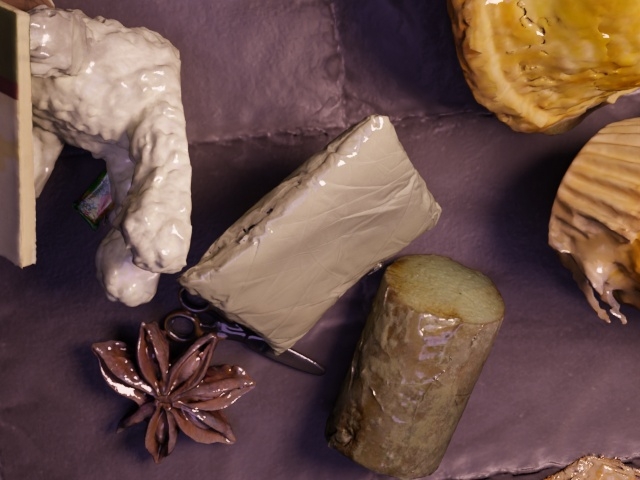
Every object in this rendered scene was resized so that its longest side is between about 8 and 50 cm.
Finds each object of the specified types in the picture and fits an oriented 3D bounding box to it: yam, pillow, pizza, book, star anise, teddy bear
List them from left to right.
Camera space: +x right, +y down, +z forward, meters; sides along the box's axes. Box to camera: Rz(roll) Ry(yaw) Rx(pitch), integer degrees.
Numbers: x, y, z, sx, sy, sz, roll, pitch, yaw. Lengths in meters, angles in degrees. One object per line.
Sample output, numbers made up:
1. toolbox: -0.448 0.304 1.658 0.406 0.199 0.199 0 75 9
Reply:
1. book: -0.364 -0.125 0.915 0.201 0.026 0.289 26 128 17
2. teddy bear: -0.336 -0.137 0.983 0.362 0.327 0.375 7 68 -23
3. star anise: -0.179 0.188 1.183 0.196 0.073 0.212 -7 114 4
4. pillow: -0.001 0.000 1.058 0.280 0.274 0.076 -40 61 2
5. yam: 0.114 0.162 1.146 0.161 0.161 0.268 19 107 -6
6. pizza: 0.378 0.367 1.251 0.226 0.069 0.147 18 107 -6

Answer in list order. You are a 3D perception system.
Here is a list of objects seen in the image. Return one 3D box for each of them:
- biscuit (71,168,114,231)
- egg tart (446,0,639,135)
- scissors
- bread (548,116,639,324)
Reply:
1. biscuit: -0.268 -0.057 1.146 0.046 0.016 0.089 42 101 -12
2. egg tart: 0.313 -0.301 0.907 0.443 0.178 0.443 -23 130 -30
3. scissors: -0.092 0.128 1.201 0.220 0.017 0.088 25 105 -8
4. bread: 0.443 -0.014 1.026 0.388 0.183 0.236 8 103 -32
